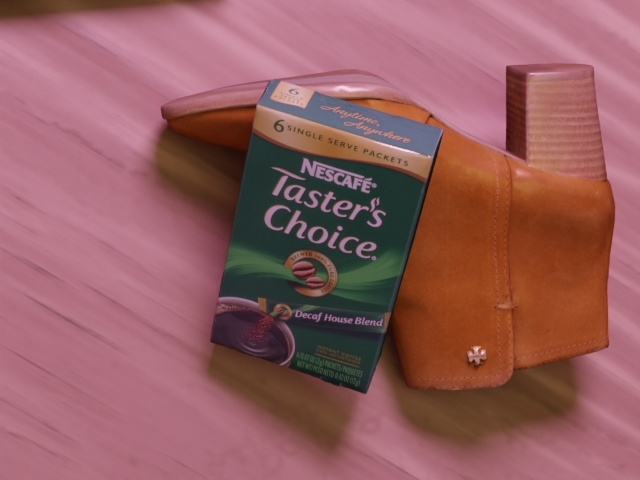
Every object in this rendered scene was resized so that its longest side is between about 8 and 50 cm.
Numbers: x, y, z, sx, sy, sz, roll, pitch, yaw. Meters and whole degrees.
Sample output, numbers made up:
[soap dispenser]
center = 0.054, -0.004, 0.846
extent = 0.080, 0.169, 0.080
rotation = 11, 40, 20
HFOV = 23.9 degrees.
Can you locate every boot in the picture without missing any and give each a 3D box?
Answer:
[boot]
center = 0.048, -0.004, 0.988
extent = 0.295, 0.104, 0.211
rotation = -2, 102, -2

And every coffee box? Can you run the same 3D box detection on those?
[coffee box]
center = 0.000, 0.000, 0.934
extent = 0.113, 0.040, 0.184
rotation = 19, 124, 5
